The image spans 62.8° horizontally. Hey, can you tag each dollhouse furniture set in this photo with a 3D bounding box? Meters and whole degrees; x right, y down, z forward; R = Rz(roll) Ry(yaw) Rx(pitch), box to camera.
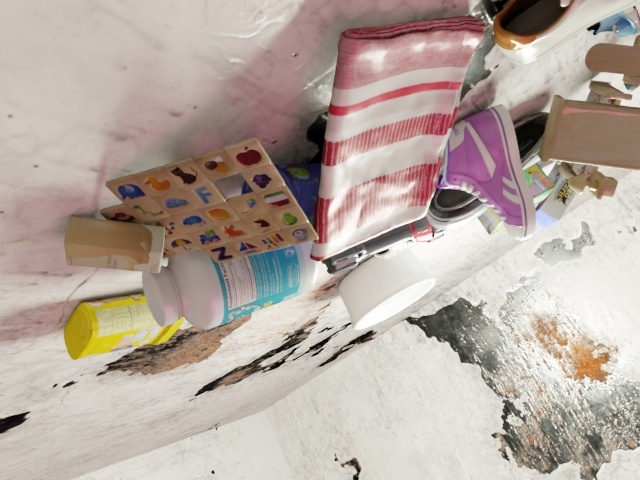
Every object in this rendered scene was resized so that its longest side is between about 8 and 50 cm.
[{"bbox_3d":[0.519,-0.270,1.066,0.355,0.173,0.303,-71,168,-63],"label":"dollhouse furniture set"}]

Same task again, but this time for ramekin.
[{"bbox_3d":[0.187,0.137,1.551,0.277,0.135,0.277,-27,160,-10],"label":"ramekin"}]

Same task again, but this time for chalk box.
[{"bbox_3d":[0.473,-0.131,1.304,0.132,0.132,0.213,-25,161,-14],"label":"chalk box"}]

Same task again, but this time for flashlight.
[{"bbox_3d":[0.145,-0.007,1.210,0.304,0.103,0.103,-21,132,-15],"label":"flashlight"}]

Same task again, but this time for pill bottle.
[{"bbox_3d":[-0.146,0.054,0.855,0.264,0.146,0.146,-17,157,-32],"label":"pill bottle"}]

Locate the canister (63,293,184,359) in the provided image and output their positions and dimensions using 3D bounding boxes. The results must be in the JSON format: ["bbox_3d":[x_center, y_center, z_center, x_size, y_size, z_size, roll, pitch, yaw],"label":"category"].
[{"bbox_3d":[-0.339,0.144,0.911,0.169,0.073,0.126,-5,149,-47],"label":"canister"}]

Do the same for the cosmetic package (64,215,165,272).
[{"bbox_3d":[-0.260,0.007,0.666,0.115,0.041,0.060,6,147,-17],"label":"cosmetic package"}]

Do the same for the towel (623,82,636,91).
[{"bbox_3d":[0.767,-0.454,0.987,0.271,0.040,0.370,-31,167,-37],"label":"towel"}]

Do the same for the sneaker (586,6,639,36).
[{"bbox_3d":[0.471,-0.368,0.853,0.073,0.063,0.162,-21,166,38],"label":"sneaker"}]

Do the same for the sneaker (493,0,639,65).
[{"bbox_3d":[0.350,-0.337,0.654,0.290,0.106,0.123,-39,161,27],"label":"sneaker"}]

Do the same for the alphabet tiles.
[{"bbox_3d":[-0.146,-0.031,0.671,0.237,0.009,0.198,-13,143,15],"label":"alphabet tiles"}]

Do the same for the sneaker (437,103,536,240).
[{"bbox_3d":[0.311,-0.105,1.019,0.161,0.282,0.102,-24,-159,4],"label":"sneaker"}]

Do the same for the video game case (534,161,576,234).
[{"bbox_3d":[0.650,-0.142,1.432,0.244,0.061,0.269,-56,169,-2],"label":"video game case"}]

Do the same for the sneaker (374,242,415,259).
[{"bbox_3d":[0.201,0.000,1.348,0.161,0.057,0.075,-36,166,25],"label":"sneaker"}]

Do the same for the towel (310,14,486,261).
[{"bbox_3d":[0.098,-0.130,0.720,0.237,0.037,0.329,-22,138,-32],"label":"towel"}]

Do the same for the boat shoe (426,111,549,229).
[{"bbox_3d":[0.355,-0.161,1.121,0.335,0.121,0.119,-41,153,-3],"label":"boat shoe"}]

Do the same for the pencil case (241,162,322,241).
[{"bbox_3d":[0.021,-0.062,0.841,0.306,0.119,0.133,-9,134,-43],"label":"pencil case"}]
